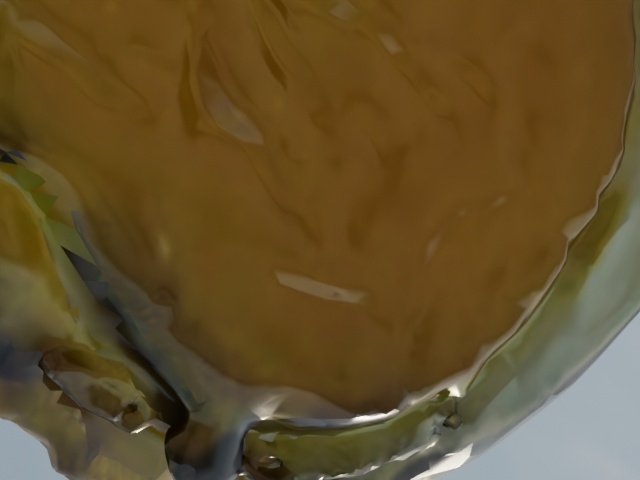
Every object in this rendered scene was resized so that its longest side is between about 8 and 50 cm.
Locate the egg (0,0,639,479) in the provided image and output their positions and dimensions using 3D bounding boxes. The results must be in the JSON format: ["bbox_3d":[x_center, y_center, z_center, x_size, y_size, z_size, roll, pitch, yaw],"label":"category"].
[{"bbox_3d":[-0.026,-0.079,0.522,0.264,0.286,0.174,-27,-164,-26],"label":"egg"}]
